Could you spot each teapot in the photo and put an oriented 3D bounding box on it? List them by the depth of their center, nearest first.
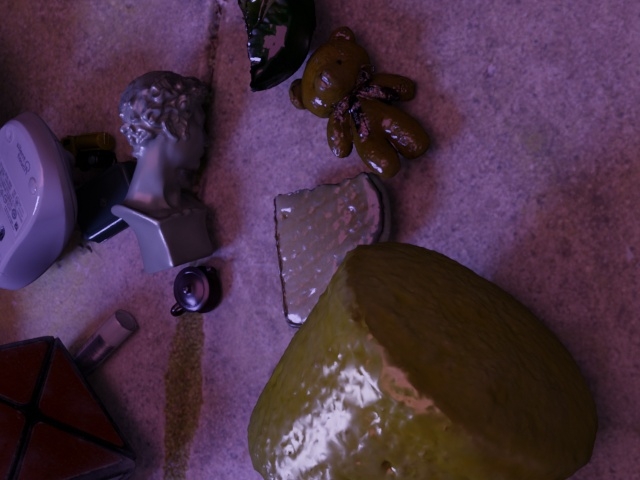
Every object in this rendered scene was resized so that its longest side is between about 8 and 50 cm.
[{"bbox_3d":[-0.179,0.071,1.795,0.100,0.045,0.068,-49,64,20],"label":"teapot"}]

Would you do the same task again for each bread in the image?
[{"bbox_3d":[0.112,0.198,1.454,0.348,0.348,0.308,48,121,24],"label":"bread"},{"bbox_3d":[0.000,0.000,1.675,0.172,0.064,0.232,37,106,27],"label":"bread"}]

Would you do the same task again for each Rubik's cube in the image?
[{"bbox_3d":[-0.459,0.317,1.819,0.260,0.255,0.259,-49,65,32],"label":"Rubik's cube"}]

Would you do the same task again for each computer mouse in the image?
[{"bbox_3d":[-0.424,-0.052,1.887,0.297,0.121,0.184,-55,52,36],"label":"computer mouse"}]

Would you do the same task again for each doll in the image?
[{"bbox_3d":[0.049,-0.174,1.628,0.137,0.097,0.209,-46,65,5],"label":"doll"}]

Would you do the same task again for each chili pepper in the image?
[{"bbox_3d":[-0.064,-0.318,1.697,0.148,0.116,0.264,-23,66,31],"label":"chili pepper"}]

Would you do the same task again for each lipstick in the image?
[{"bbox_3d":[-0.329,0.159,1.888,0.141,0.040,0.040,-43,68,23],"label":"lipstick"}]

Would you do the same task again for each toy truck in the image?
[{"bbox_3d":[-0.349,-0.132,1.904,0.083,0.049,0.054,-3,86,31],"label":"toy truck"}]

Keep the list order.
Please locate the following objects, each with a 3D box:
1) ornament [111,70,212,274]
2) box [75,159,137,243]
[{"bbox_3d":[-0.223,-0.094,1.779,0.120,0.130,0.285,3,91,45],"label":"ornament"},{"bbox_3d":[-0.312,-0.057,1.888,0.126,0.031,0.091,-28,75,30],"label":"box"}]
